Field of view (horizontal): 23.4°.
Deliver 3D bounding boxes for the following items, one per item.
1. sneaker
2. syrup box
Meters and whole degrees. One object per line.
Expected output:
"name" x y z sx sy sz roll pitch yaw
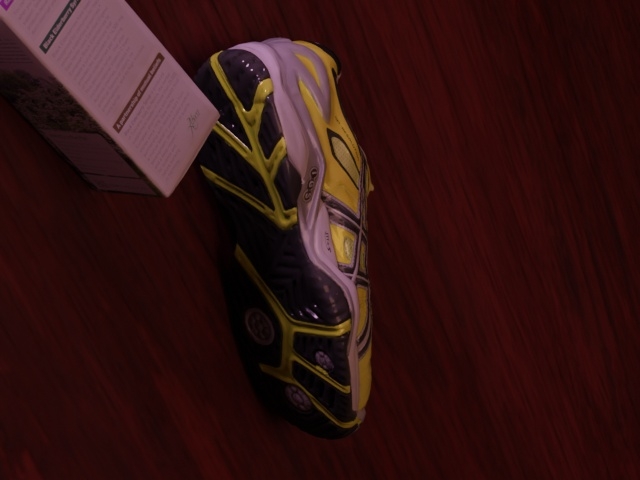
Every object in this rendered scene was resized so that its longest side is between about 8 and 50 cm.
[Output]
"sneaker" 0.000 0.000 1.409 0.147 0.145 0.384 -28 117 -44
"syrup box" -0.192 -0.141 1.204 0.237 0.093 0.096 51 58 -40
